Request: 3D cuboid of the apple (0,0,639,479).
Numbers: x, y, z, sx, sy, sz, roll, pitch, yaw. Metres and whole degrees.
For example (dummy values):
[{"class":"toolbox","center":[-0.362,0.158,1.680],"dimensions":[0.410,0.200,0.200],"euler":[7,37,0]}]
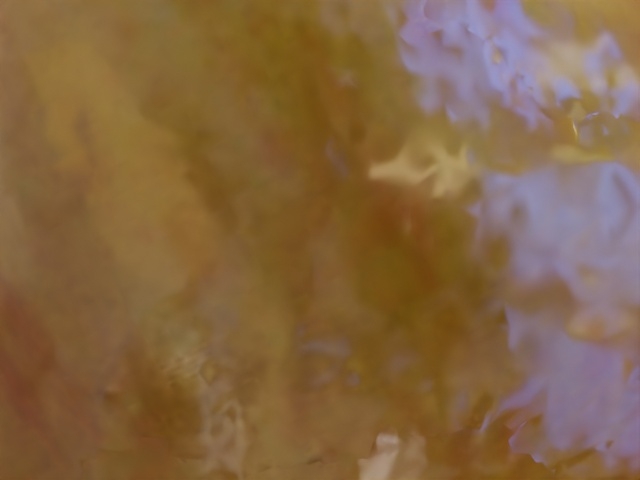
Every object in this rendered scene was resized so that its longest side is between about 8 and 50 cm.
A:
[{"class":"apple","center":[0.000,0.000,0.509],"dimensions":[0.400,0.400,0.333],"euler":[84,-15,-53]}]
